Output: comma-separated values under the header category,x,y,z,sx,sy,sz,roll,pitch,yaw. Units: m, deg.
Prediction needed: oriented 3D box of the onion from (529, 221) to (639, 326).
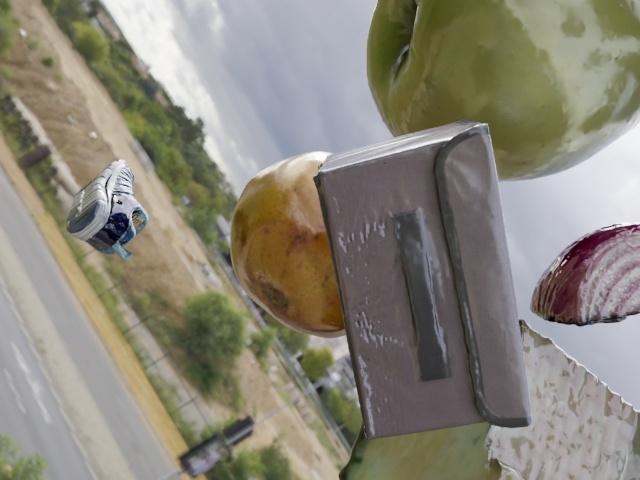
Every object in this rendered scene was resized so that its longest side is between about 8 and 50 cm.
category,x,y,z,sx,sy,sz,roll,pitch,yaw
onion,0.391,0.029,1.069,0.247,0.249,0.111,-81,158,-86

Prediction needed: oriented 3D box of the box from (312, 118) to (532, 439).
category,x,y,z,sx,sy,sz,roll,pitch,yaw
box,0.090,0.029,0.766,0.188,0.153,0.253,-67,146,-80

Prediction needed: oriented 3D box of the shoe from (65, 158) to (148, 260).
category,x,y,z,sx,sy,sz,roll,pitch,yaw
shoe,-0.313,-0.046,1.254,0.106,0.091,0.207,45,18,-27

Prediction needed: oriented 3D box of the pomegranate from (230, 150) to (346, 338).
category,x,y,z,sx,sy,sz,roll,pitch,yaw
pomegranate,0.000,0.000,1.171,0.264,0.264,0.264,58,-4,6

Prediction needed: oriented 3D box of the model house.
category,x,y,z,sx,sy,sz,roll,pitch,yaw
model house,0.254,0.401,1.093,0.399,0.446,0.395,34,-34,-13

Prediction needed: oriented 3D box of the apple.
category,x,y,z,sx,sy,sz,roll,pitch,yaw
apple,0.298,-0.303,1.276,0.474,0.473,0.473,58,-4,6
